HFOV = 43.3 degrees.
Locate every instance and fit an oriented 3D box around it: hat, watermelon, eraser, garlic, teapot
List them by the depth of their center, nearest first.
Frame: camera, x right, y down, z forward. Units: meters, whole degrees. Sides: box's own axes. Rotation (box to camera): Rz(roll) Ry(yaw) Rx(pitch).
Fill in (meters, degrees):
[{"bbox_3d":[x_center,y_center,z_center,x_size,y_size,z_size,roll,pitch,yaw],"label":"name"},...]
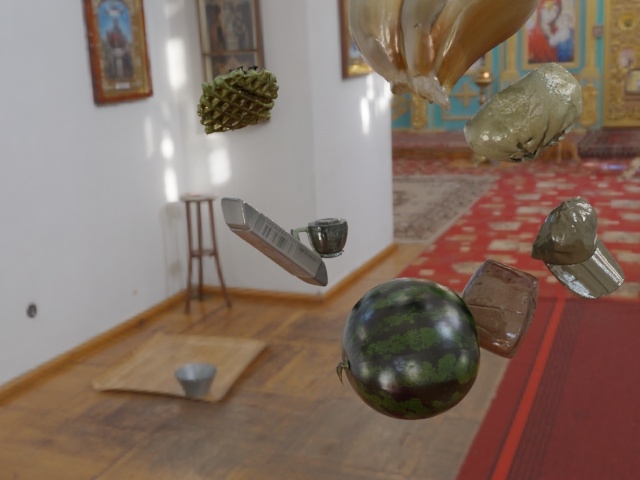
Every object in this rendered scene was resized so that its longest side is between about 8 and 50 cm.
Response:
[{"bbox_3d":[0.200,-0.372,1.253,0.249,0.313,0.286,37,-4,-20],"label":"garlic"},{"bbox_3d":[0.161,0.194,1.456,0.269,0.268,0.269,-2,12,0],"label":"watermelon"},{"bbox_3d":[0.547,0.014,1.647,0.166,0.144,0.173,-36,53,-21],"label":"hat"},{"bbox_3d":[-0.104,0.010,1.916,0.089,0.061,0.352,6,-24,46],"label":"eraser"},{"bbox_3d":[0.008,0.000,2.166,0.149,0.108,0.111,-15,13,-38],"label":"teapot"}]

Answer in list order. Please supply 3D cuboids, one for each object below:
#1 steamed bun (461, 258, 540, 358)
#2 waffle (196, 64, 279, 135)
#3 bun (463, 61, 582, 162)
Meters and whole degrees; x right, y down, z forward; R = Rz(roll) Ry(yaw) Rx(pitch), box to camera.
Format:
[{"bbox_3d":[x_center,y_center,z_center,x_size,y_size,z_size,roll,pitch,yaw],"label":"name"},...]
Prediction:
[{"bbox_3d":[0.352,0.133,1.598,0.145,0.175,0.106,21,3,26],"label":"steamed bun"},{"bbox_3d":[-0.202,-0.340,1.971,0.214,0.207,0.054,-20,58,-19],"label":"waffle"},{"bbox_3d":[0.437,-0.248,1.689,0.259,0.152,0.259,-31,-13,-8],"label":"bun"}]
